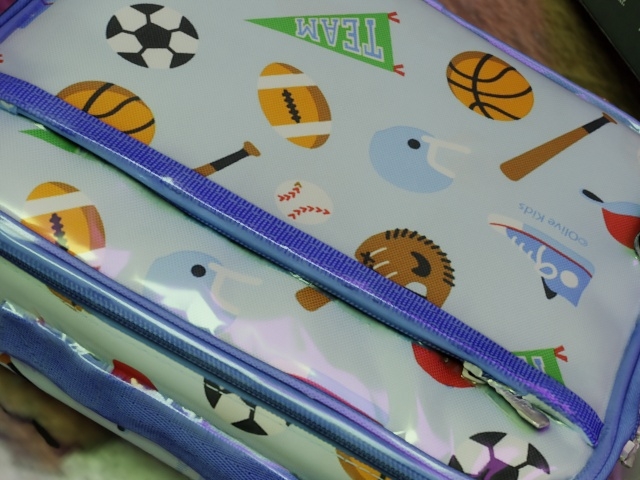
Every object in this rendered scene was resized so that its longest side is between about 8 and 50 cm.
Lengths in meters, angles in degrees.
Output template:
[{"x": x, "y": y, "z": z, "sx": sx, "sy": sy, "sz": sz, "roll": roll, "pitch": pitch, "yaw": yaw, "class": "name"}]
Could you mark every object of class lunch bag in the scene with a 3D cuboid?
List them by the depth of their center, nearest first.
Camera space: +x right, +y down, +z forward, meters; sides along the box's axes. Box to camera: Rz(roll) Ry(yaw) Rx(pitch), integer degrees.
[{"x": 0.000, "y": 0.000, "z": 0.575, "sx": 0.303, "sy": 0.115, "sz": 0.243, "roll": 29, "pitch": 47, "yaw": 6, "class": "lunch bag"}]

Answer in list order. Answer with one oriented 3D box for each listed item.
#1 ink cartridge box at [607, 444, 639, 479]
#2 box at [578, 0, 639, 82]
[{"x": 0.230, "y": 0.112, "z": 0.693, "sx": 0.231, "sy": 0.078, "sz": 0.134, "roll": -12, "pitch": 66, "yaw": -39, "class": "ink cartridge box"}, {"x": 0.304, "y": -0.195, "z": 0.736, "sx": 0.179, "sy": 0.312, "sz": 0.343, "roll": 18, "pitch": 29, "yaw": -21, "class": "box"}]
